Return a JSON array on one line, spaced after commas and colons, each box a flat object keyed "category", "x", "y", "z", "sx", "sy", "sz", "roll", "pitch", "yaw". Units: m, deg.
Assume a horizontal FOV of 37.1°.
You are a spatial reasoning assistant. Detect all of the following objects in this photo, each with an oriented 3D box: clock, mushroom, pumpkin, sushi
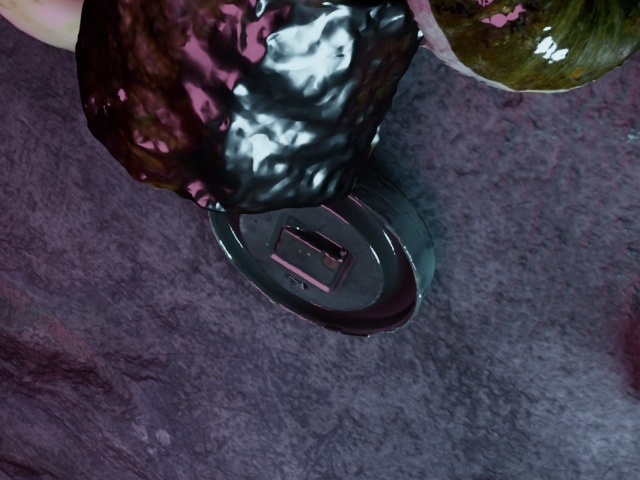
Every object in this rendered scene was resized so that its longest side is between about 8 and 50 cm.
[{"category": "clock", "x": 0.000, "y": 0.000, "z": 1.104, "sx": 0.281, "sy": 0.055, "sz": 0.280, "roll": 23, "pitch": 144, "yaw": 18}, {"category": "mushroom", "x": -0.295, "y": -0.270, "z": 1.081, "sx": 0.236, "sy": 0.162, "sz": 0.173, "roll": -9, "pitch": 113, "yaw": 41}, {"category": "pumpkin", "x": 0.172, "y": -0.248, "z": 0.727, "sx": 0.189, "sy": 0.260, "sz": 0.260, "roll": -135, "pitch": 27, "yaw": -59}, {"category": "sushi", "x": -0.060, "y": -0.197, "z": 0.885, "sx": 0.299, "sy": 0.281, "sz": 0.294, "roll": 40, "pitch": 130, "yaw": 14}]
